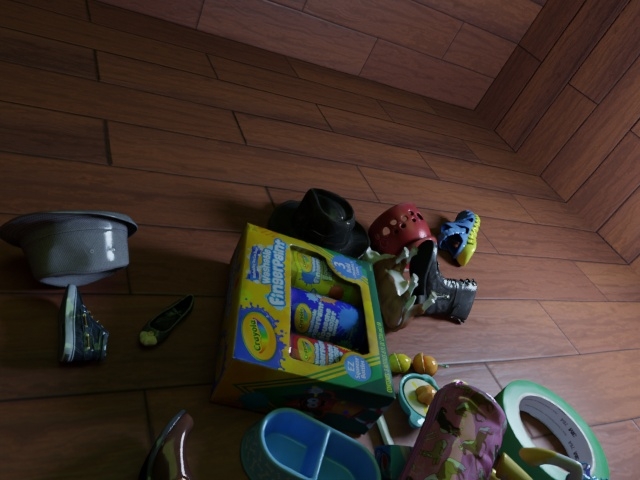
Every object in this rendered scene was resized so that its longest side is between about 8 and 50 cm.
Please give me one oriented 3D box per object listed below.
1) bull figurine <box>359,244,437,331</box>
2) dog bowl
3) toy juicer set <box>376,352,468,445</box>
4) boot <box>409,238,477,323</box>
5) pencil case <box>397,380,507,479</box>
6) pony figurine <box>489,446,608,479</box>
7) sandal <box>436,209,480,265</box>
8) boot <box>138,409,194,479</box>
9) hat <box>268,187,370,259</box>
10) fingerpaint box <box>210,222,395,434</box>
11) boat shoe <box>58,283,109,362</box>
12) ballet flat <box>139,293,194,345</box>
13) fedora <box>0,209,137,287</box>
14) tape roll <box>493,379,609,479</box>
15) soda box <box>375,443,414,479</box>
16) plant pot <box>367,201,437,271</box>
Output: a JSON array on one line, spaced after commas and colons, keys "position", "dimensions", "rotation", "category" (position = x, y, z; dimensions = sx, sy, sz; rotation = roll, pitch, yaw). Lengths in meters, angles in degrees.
[{"position": [0.216, 0.117, 1.549], "dimensions": [0.101, 0.188, 0.310], "rotation": [19, 39, -37], "category": "bull figurine"}, {"position": [-0.011, 0.443, 1.040], "dimensions": [0.297, 0.074, 0.166], "rotation": [29, 34, -2], "category": "dog bowl"}, {"position": [0.228, 0.366, 1.301], "dimensions": [0.329, 0.089, 0.209], "rotation": [-9, 50, -42], "category": "toy juicer set"}, {"position": [0.387, 0.129, 1.614], "dimensions": [0.229, 0.263, 0.091], "rotation": [4, 13, -24], "category": "boot"}, {"position": [0.235, 0.467, 1.019], "dimensions": [0.160, 0.167, 0.386], "rotation": [9, 45, 35], "category": "pencil case"}, {"position": [0.503, 0.592, 1.039], "dimensions": [0.363, 0.351, 0.303], "rotation": [18, 27, 18], "category": "pony figurine"}, {"position": [0.530, -0.036, 2.019], "dimensions": [0.138, 0.126, 0.317], "rotation": [27, 32, 3], "category": "sandal"}, {"position": [-0.178, 0.451, 0.889], "dimensions": [0.280, 0.096, 0.264], "rotation": [25, 34, -8], "category": "boot"}, {"position": [0.006, -0.073, 1.590], "dimensions": [0.331, 0.134, 0.331], "rotation": [9, 36, -7], "category": "hat"}, {"position": [-0.043, 0.194, 1.257], "dimensions": [0.371, 0.163, 0.445], "rotation": [19, 35, -16], "category": "fingerpaint box"}, {"position": [-0.484, 0.171, 1.064], "dimensions": [0.083, 0.065, 0.183], "rotation": [14, 39, -36], "category": "boat shoe"}, {"position": [-0.344, 0.174, 1.164], "dimensions": [0.057, 0.049, 0.173], "rotation": [32, 34, 5], "category": "ballet flat"}, {"position": [-0.522, 0.027, 1.112], "dimensions": [0.275, 0.243, 0.124], "rotation": [3, 69, -59], "category": "fedora"}, {"position": [0.591, 0.522, 1.364], "dimensions": [0.321, 0.077, 0.321], "rotation": [22, 32, -15], "category": "tape roll"}, {"position": [0.224, 0.492, 1.137], "dimensions": [0.210, 0.067, 0.071], "rotation": [15, 60, -22], "category": "soda box"}, {"position": [0.281, -0.005, 1.731], "dimensions": [0.191, 0.191, 0.174], "rotation": [-8, 54, -42], "category": "plant pot"}]
